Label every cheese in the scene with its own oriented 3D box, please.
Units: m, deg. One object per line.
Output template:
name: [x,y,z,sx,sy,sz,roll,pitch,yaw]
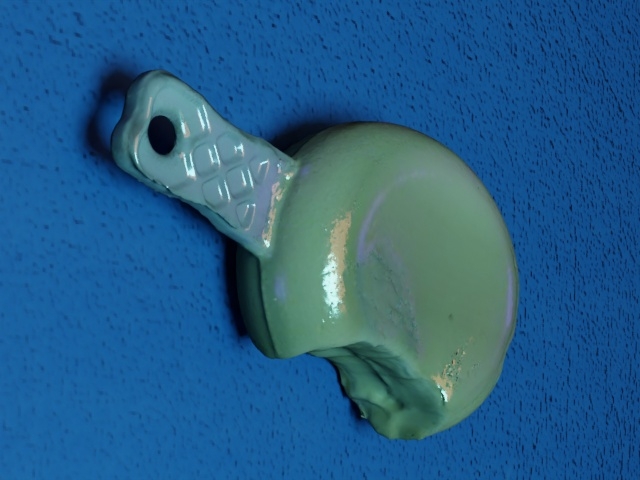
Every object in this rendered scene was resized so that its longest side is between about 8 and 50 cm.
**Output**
cheese: [0.000,0.000,0.712,0.286,0.082,0.163,28,68,-42]
